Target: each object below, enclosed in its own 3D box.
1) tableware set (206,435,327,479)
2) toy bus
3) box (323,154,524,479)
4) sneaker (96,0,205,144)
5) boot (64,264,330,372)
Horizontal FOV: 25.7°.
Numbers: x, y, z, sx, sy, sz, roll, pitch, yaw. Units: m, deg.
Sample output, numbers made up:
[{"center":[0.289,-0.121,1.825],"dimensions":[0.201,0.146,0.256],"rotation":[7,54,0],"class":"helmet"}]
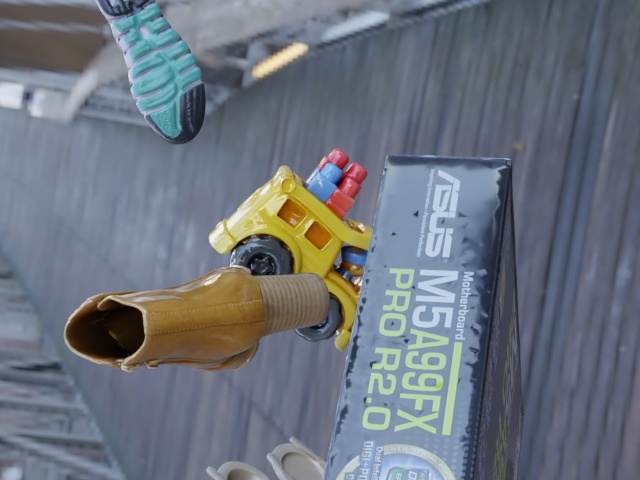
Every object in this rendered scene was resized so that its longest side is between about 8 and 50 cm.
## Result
[{"center":[-0.011,0.221,1.135],"dimensions":[0.141,0.168,0.020],"rotation":[43,118,20],"class":"tableware set"},{"center":[0.000,0.000,1.790],"dimensions":[0.211,0.220,0.149],"rotation":[-48,10,4],"class":"toy bus"},{"center":[0.049,0.130,0.623],"dimensions":[0.216,0.060,0.270],"rotation":[77,-160,-49],"class":"box"},{"center":[-0.194,-0.218,1.642],"dimensions":[0.098,0.083,0.224],"rotation":[-177,65,-86],"class":"sneaker"},{"center":[-0.147,0.078,1.333],"dimensions":[0.295,0.211,0.104],"rotation":[-20,78,58],"class":"boot"}]
